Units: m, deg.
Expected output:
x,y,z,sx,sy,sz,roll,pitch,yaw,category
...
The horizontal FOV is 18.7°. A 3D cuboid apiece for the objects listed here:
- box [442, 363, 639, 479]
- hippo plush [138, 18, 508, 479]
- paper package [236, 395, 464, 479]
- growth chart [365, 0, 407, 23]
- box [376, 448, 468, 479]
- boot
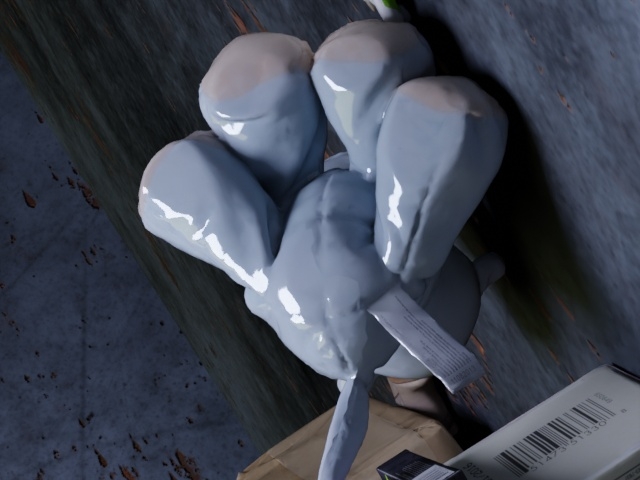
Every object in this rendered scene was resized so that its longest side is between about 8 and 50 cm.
x,y,z,sx,sy,sz,roll,pitch,yaw,category
0.198,0.222,1.261,0.232,0.149,0.127,64,168,-19,box
0.052,-0.003,1.310,0.294,0.234,0.236,54,-168,23,hippo plush
0.098,0.320,1.801,0.325,0.168,0.309,54,170,-8,paper package
-0.026,-0.245,1.275,0.237,0.021,0.172,53,178,30,growth chart
0.097,0.210,1.204,0.162,0.029,0.116,60,168,-7,box
0.097,0.145,1.784,0.087,0.042,0.118,55,171,-13,boot
